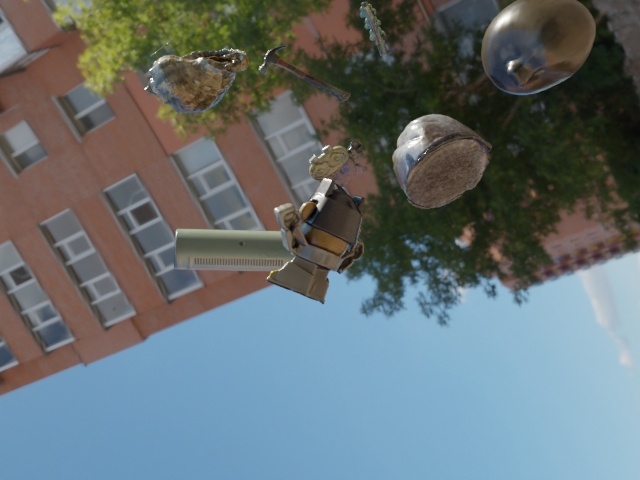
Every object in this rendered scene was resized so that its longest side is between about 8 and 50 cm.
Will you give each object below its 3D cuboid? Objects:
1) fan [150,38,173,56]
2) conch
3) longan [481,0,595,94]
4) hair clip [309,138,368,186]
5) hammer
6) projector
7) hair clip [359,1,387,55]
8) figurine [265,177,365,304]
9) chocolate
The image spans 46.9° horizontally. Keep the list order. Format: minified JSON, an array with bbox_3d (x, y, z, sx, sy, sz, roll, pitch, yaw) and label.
[{"bbox_3d":[-0.439,-0.526,2.024,0.080,0.060,0.003,-45,-68,-24],"label":"fan"},{"bbox_3d":[-0.325,-0.424,1.983,0.210,0.292,0.158,-59,-34,-68],"label":"conch"},{"bbox_3d":[0.559,-0.508,1.916,0.243,0.300,0.300,45,-150,-12],"label":"longan"},{"bbox_3d":[0.053,-0.228,2.221,0.146,0.187,0.056,44,-169,-28],"label":"hair clip"},{"bbox_3d":[-0.041,-0.504,2.280,0.288,0.111,0.033,27,-176,-9],"label":"hammer"},{"bbox_3d":[-0.199,0.027,1.878,0.108,0.338,0.108,-179,90,-85],"label":"projector"},{"bbox_3d":[0.141,-0.576,1.994,0.173,0.049,0.049,60,-157,-45],"label":"hair clip"},{"bbox_3d":[0.004,0.002,1.727,0.308,0.143,0.308,-41,-35,-38],"label":"figurine"},{"bbox_3d":[0.353,-0.274,2.323,0.303,0.303,0.213,33,-157,-51],"label":"chocolate"}]
